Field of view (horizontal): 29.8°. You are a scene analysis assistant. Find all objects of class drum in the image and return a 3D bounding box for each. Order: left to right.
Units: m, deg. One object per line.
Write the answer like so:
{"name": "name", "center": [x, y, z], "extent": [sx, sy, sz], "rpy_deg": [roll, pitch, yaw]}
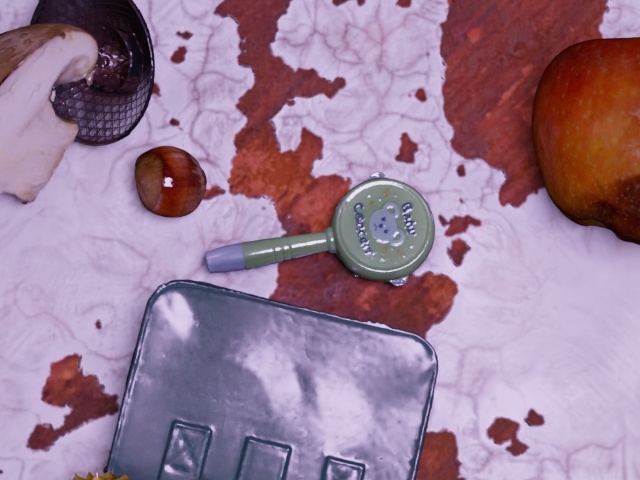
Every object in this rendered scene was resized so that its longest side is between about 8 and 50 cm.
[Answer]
{"name": "drum", "center": [0.009, 0.019, 1.342], "extent": [0.253, 0.049, 0.130], "rpy_deg": [-26, 81, -4]}

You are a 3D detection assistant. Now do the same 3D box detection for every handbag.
{"name": "handbag", "center": [-0.047, 0.187, 1.294], "extent": [0.326, 0.089, 0.238], "rpy_deg": [14, 80, 1]}

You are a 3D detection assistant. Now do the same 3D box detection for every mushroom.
{"name": "mushroom", "center": [-0.373, -0.138, 1.333], "extent": [0.151, 0.156, 0.286], "rpy_deg": [37, 95, 30]}

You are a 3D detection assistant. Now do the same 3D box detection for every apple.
{"name": "apple", "center": [0.330, -0.105, 1.279], "extent": [0.230, 0.230, 0.230], "rpy_deg": [0, 80, 0]}

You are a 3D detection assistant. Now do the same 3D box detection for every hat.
{"name": "hat", "center": [-0.239, -0.208, 1.372], "extent": [0.193, 0.082, 0.193], "rpy_deg": [9, 107, 32]}

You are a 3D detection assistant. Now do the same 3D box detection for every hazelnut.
{"name": "hazelnut", "center": [-0.167, -0.067, 1.347], "extent": [0.086, 0.086, 0.086], "rpy_deg": [0, 80, 0]}

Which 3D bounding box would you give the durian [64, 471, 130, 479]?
{"name": "durian", "center": [-0.222, 0.314, 1.225], "extent": [0.182, 0.165, 0.132], "rpy_deg": [17, 58, 5]}
